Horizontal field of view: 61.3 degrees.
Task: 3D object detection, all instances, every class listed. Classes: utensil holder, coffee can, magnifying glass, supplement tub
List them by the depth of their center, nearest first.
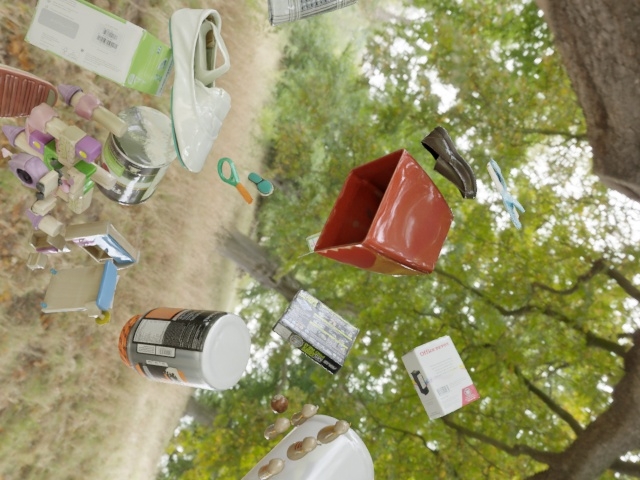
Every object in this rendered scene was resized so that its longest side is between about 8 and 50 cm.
[{"bbox_3d":[-0.354,0.271,1.386,0.315,0.194,0.194,-1,-140,31],"label":"supplement tub"},{"bbox_3d":[-0.572,-0.256,1.674,0.275,0.201,0.202,-35,-162,51],"label":"coffee can"},{"bbox_3d":[-0.062,0.789,1.702,0.385,0.328,0.328,-23,156,-54],"label":"utensil holder"},{"bbox_3d":[-0.324,-0.224,2.039,0.026,0.231,0.092,-14,145,-44],"label":"magnifying glass"}]

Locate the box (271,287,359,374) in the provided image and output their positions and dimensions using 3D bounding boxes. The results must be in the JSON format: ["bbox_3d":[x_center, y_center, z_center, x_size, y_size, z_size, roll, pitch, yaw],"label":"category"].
[{"bbox_3d":[-0.011,0.316,1.909,0.060,0.270,0.216,-55,180,33],"label":"box"}]

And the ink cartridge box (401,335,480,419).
[{"bbox_3d":[0.308,0.351,1.394,0.127,0.175,0.072,-14,159,-28],"label":"ink cartridge box"}]

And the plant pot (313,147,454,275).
[{"bbox_3d":[0.182,-0.039,1.403,0.267,0.235,0.268,-11,-130,63],"label":"plant pot"}]

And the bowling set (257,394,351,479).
[{"bbox_3d":[-0.083,0.530,1.538,0.286,0.200,0.154,-22,162,-36],"label":"bowling set"}]

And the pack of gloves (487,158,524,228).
[{"bbox_3d":[0.606,-0.158,1.733,0.046,0.232,0.195,-24,-171,26],"label":"pack of gloves"}]

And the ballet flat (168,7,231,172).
[{"bbox_3d":[-0.268,-0.357,1.228,0.139,0.139,0.401,138,-53,-68],"label":"ballet flat"}]

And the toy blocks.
[{"bbox_3d":[-0.679,-0.210,1.316,0.289,0.260,0.309,-51,-174,47],"label":"toy blocks"}]

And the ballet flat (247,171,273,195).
[{"bbox_3d":[-0.215,-0.201,2.002,0.057,0.052,0.168,-33,-136,-11],"label":"ballet flat"}]

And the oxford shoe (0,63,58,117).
[{"bbox_3d":[-0.855,-0.404,1.311,0.396,0.147,0.141,1,133,-47],"label":"oxford shoe"}]

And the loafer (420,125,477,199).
[{"bbox_3d":[0.333,-0.192,1.416,0.078,0.220,0.080,-26,162,-3],"label":"loafer"}]

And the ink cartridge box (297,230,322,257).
[{"bbox_3d":[0.000,0.000,2.123,0.209,0.062,0.109,-21,-176,3],"label":"ink cartridge box"}]

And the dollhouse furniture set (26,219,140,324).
[{"bbox_3d":[-0.709,0.130,1.603,0.198,0.286,0.304,69,16,-57],"label":"dollhouse furniture set"}]

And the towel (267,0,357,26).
[{"bbox_3d":[-0.021,-0.776,1.457,0.312,0.056,0.325,-25,130,-25],"label":"towel"}]

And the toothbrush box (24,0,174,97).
[{"bbox_3d":[-0.451,-0.414,1.160,0.283,0.206,0.122,-101,-144,-81],"label":"toothbrush box"}]
